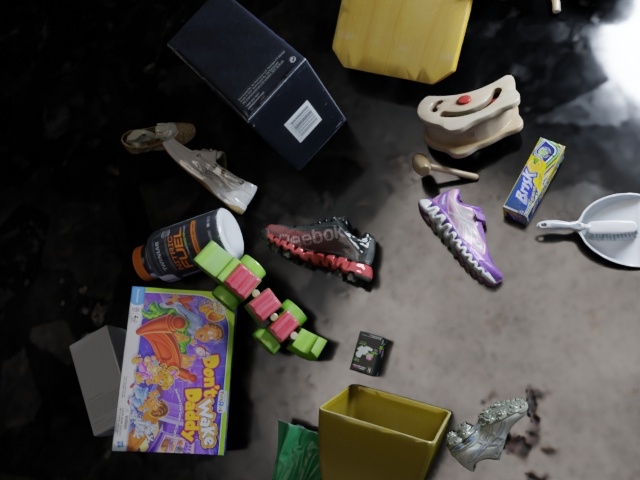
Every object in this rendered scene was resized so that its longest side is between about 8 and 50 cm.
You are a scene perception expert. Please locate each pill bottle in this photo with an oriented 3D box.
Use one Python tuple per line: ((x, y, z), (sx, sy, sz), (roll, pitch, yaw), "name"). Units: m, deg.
((-0.316, 0.021, 1.368), (0.245, 0.130, 0.130), (-19, 71, 14), "pill bottle")

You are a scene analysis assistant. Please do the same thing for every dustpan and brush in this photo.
((0.535, -0.023, 1.136), (0.211, 0.060, 0.147), (0, 77, 18), "dustpan and brush")

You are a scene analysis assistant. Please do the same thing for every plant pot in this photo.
((0.112, 0.410, 1.099), (0.212, 0.212, 0.187), (11, 92, 20), "plant pot")

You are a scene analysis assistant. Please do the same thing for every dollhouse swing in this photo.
((0.231, -0.561, 1.357), (0.347, 0.315, 0.305), (17, 122, 21), "dollhouse swing")

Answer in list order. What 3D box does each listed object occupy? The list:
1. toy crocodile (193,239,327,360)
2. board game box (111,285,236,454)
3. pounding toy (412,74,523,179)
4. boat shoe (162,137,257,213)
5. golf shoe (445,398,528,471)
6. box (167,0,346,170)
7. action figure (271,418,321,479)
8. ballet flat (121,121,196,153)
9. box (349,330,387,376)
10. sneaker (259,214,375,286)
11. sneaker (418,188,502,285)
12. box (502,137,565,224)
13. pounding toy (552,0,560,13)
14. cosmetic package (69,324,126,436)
((-0.130, 0.134, 1.250), (0.340, 0.105, 0.115), (46, 72, -1), "toy crocodile")
((-0.313, 0.284, 1.285), (0.233, 0.078, 0.347), (4, 77, -5), "board game box")
((0.307, -0.234, 1.261), (0.269, 0.155, 0.154), (-25, 41, 1), "pounding toy")
((-0.267, -0.179, 1.425), (0.277, 0.098, 0.096), (39, 90, 13), "boat shoe")
((0.331, 0.372, 1.114), (0.176, 0.069, 0.086), (-35, 89, 10), "golf shoe")
((-0.134, -0.355, 1.312), (0.183, 0.296, 0.294), (-47, 68, 3), "box")
((-0.057, 0.504, 1.197), (0.137, 0.063, 0.232), (14, 77, 19), "action figure")
((-0.427, -0.270, 1.511), (0.206, 0.067, 0.073), (-13, 72, 14), "ballet flat")
((0.101, 0.237, 1.212), (0.052, 0.062, 0.083), (14, 81, 19), "box")
((0.000, 0.000, 1.287), (0.276, 0.097, 0.135), (18, 83, 19), "sneaker")
((0.306, -0.016, 1.198), (0.104, 0.095, 0.236), (-34, 68, -1), "sneaker")
((0.438, -0.120, 1.194), (0.054, 0.059, 0.169), (27, 86, 24), "box")
((0.614, -0.611, 1.252), (0.237, 0.110, 0.183), (-16, 82, 44), "pounding toy")
((-0.497, 0.331, 1.376), (0.117, 0.085, 0.231), (-27, 68, 9), "cosmetic package")
